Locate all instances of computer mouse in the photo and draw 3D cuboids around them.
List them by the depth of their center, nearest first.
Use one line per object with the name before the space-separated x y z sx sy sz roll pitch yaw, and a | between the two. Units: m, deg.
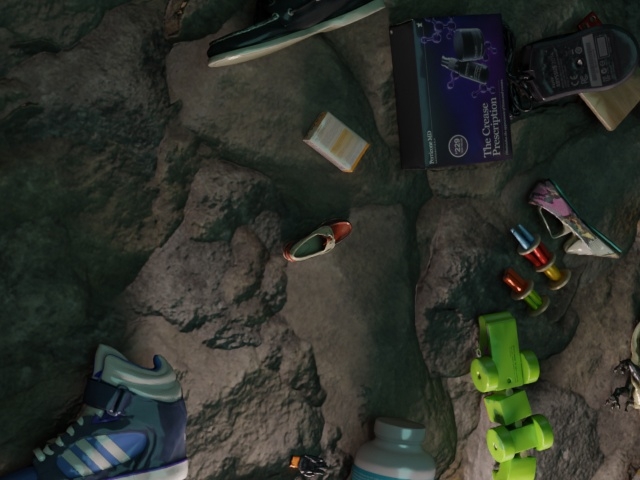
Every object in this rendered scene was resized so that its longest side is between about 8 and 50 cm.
computer mouse | 0.448 -0.332 1.834 0.272 0.072 0.188 -7 101 11

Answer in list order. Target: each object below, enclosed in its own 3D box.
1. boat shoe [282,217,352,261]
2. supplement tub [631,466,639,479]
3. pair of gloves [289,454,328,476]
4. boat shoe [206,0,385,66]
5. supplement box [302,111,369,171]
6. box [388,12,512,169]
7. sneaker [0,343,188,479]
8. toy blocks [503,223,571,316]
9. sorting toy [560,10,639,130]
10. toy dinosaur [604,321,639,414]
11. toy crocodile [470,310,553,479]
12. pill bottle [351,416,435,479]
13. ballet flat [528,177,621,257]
boat shoe | 0.000 0.000 1.723 0.137 0.043 0.049 -24 100 -20
supplement tub | 0.660 0.553 1.970 0.144 0.144 0.199 41 78 -19
pair of gloves | -0.026 0.423 1.758 0.074 0.010 0.083 12 86 -21
boat shoe | -0.050 -0.382 1.634 0.340 0.127 0.113 -24 101 -20
supplement box | 0.027 -0.171 1.726 0.098 0.036 0.062 37 80 -20
box | 0.234 -0.265 1.771 0.184 0.103 0.261 -8 97 -19
sneaker | -0.372 0.285 1.558 0.323 0.130 0.236 -7 87 -17
toy blocks | 0.391 0.053 1.878 0.148 0.054 0.123 46 77 -18
sorting toy | 0.549 -0.310 1.920 0.132 0.046 0.274 -47 105 -13
toy dinosaur | 0.631 0.279 1.988 0.118 0.064 0.268 -9 96 -36
toy crocodile | 0.349 0.302 1.861 0.115 0.105 0.340 -13 94 -20
pill bottle | 0.122 0.451 1.746 0.146 0.146 0.264 8 91 -22
ballet flat | 0.481 -0.025 1.907 0.221 0.077 0.079 42 96 -14
